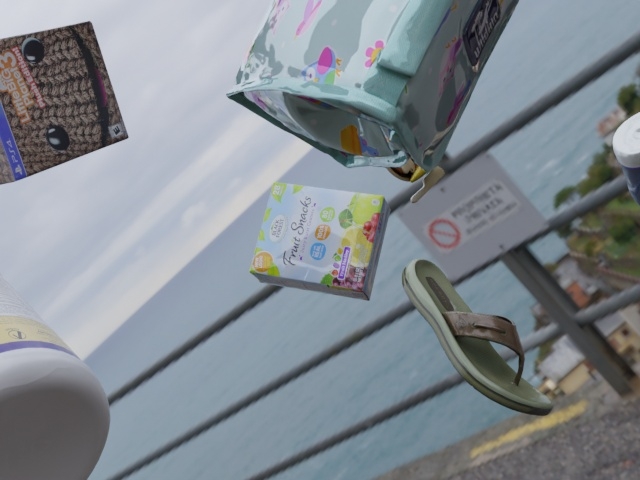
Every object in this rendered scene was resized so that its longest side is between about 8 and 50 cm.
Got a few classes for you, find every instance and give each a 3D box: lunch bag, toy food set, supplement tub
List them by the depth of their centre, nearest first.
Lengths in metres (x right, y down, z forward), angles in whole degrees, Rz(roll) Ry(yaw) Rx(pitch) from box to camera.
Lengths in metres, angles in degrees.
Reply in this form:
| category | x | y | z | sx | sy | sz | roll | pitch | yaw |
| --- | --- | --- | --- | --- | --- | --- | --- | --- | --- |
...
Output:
| category | x | y | z | sx | sy | sz | roll | pitch | yaw |
| --- | --- | --- | --- | --- | --- | --- | --- | --- | --- |
| lunch bag | 0.056 | -0.173 | 0.677 | 0.223 | 0.160 | 0.262 | -62 | 16 | -4 |
| supplement tub | -0.414 | 0.151 | 0.993 | 0.241 | 0.331 | 0.241 | -29 | -44 | -32 |
| toy food set | 0.167 | -0.177 | 1.735 | 0.132 | 0.192 | 0.038 | -46 | 14 | -34 |

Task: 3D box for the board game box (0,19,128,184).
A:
| category | x | y | z | sx | sy | sz | roll | pitch | yaw |
| --- | --- | --- | --- | --- | --- | --- | --- | --- | --- |
| board game box | -0.518 | -0.245 | 1.605 | 0.141 | 0.232 | 0.291 | -7 | 17 | 33 |

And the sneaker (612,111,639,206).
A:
| category | x | y | z | sx | sy | sz | roll | pitch | yaw |
| --- | --- | --- | --- | --- | --- | --- | --- | --- | --- |
| sneaker | 0.622 | -0.127 | 1.345 | 0.323 | 0.236 | 0.130 | -23 | 40 | 28 |

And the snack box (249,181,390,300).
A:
| category | x | y | z | sx | sy | sz | roll | pitch | yaw |
| --- | --- | --- | --- | --- | --- | --- | --- | --- | --- |
| snack box | 0.000 | 0.000 | 1.562 | 0.070 | 0.207 | 0.174 | 53 | -132 | -64 |

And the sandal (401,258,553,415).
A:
| category | x | y | z | sx | sy | sz | roll | pitch | yaw |
| --- | --- | --- | --- | --- | --- | --- | --- | --- | --- |
| sandal | 0.227 | 0.128 | 1.299 | 0.086 | 0.303 | 0.120 | -49 | -30 | 23 |
